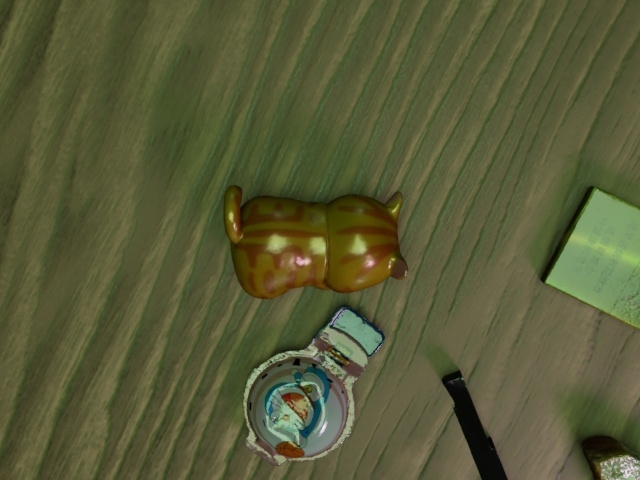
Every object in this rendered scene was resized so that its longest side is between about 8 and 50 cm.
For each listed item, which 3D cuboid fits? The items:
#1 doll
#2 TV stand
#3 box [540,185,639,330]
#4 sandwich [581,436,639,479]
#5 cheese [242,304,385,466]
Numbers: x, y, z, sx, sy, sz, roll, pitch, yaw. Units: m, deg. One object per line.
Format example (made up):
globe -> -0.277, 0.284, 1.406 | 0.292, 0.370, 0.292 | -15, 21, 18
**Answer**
doll -> -0.011, 0.004, 1.206 | 0.270, 0.162, 0.166 | -1, 78, -5
TV stand -> 0.260, 0.336, 1.254 | 0.040, 0.049, 0.256 | -22, 92, 7
box -> 0.523, 0.059, 1.215 | 0.311, 0.043, 0.172 | 26, 98, 4
sandwich -> 0.562, 0.429, 1.209 | 0.254, 0.099, 0.288 | -16, 92, 12
cheese -> -0.014, 0.237, 1.259 | 0.189, 0.074, 0.286 | 38, 94, 0
